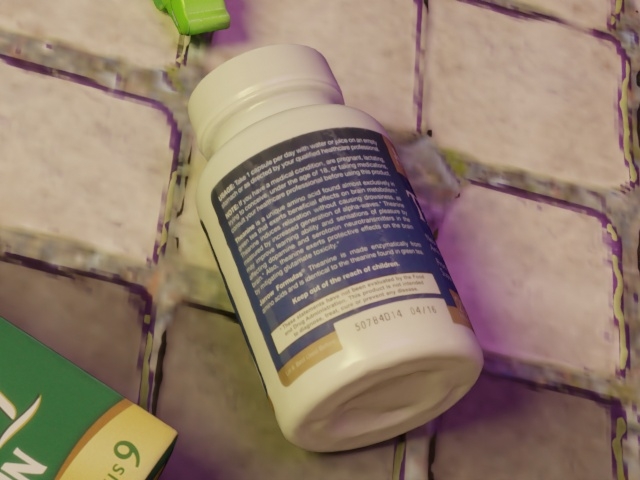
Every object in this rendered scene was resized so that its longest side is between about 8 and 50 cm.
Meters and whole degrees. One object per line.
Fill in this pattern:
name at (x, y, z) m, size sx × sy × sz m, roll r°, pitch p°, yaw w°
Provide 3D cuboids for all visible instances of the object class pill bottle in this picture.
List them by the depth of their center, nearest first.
pill bottle at (0.000, 0.000, 0.623) m, size 0.067 × 0.067 × 0.120 m, roll -8°, pitch 61°, yaw -27°

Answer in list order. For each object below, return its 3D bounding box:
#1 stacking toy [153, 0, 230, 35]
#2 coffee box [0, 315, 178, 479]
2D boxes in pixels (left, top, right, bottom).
stacking toy at (-0.144, -0.153, 0.682) m, size 0.167 × 0.052 × 0.221 m, roll -14°, pitch 64°, yaw -29°
coffee box at (-0.143, 0.049, 0.547) m, size 0.184 × 0.040 × 0.113 m, roll 34°, pitch 51°, yaw 3°
